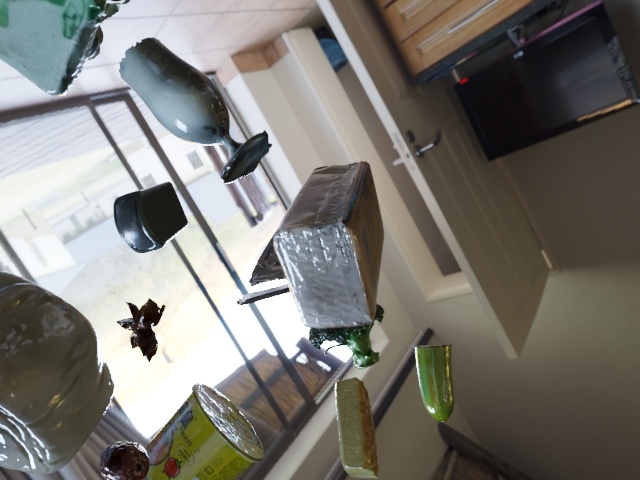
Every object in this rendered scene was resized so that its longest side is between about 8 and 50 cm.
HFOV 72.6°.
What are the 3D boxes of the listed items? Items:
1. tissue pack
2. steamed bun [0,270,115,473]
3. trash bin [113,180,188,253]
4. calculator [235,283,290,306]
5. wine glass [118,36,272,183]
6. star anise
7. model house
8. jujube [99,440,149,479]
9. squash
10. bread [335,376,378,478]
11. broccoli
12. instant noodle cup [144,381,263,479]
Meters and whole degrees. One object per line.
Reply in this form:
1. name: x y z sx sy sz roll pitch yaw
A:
1. tissue pack: 0.000 0.000 0.868 0.238 0.239 0.306 -25 -159 24
2. steamed bun: -0.535 0.203 0.732 0.236 0.383 0.247 -46 -167 32
3. trash bin: -0.499 -0.072 1.289 0.101 0.177 0.236 -16 -163 14
4. calculator: -0.107 0.144 1.251 0.273 0.028 0.165 -14 180 -7
5. wine glass: -0.180 -0.189 0.631 0.103 0.222 0.103 -46 178 -3
6. star anise: -0.563 0.286 1.388 0.212 0.196 0.111 -33 151 30
7. model house: -0.534 -0.505 0.977 0.267 0.194 0.325 -47 -165 25
8. jujube: -0.369 0.413 0.810 0.129 0.077 0.077 -18 -166 45
9. squash: 0.289 0.358 1.097 0.095 0.188 0.095 -2 169 0
10. bread: 0.083 0.420 0.969 0.068 0.126 0.189 -14 -130 10
11. broccoli: 0.102 0.323 1.564 0.297 0.298 0.297 -26 176 -2
12. instant noodle cup: -0.376 0.655 1.371 0.254 0.325 0.325 -45 -169 -8
